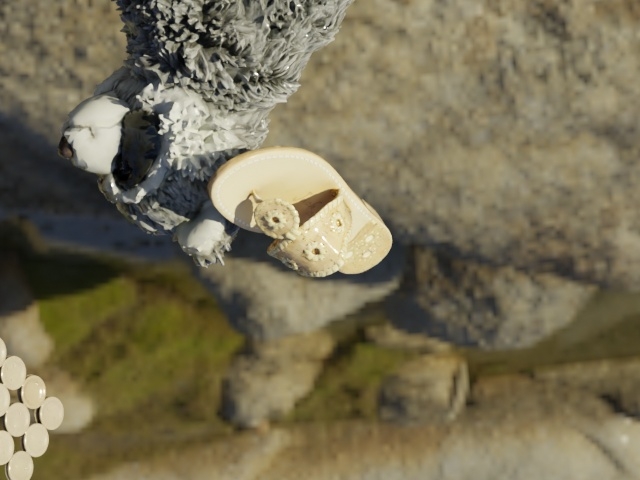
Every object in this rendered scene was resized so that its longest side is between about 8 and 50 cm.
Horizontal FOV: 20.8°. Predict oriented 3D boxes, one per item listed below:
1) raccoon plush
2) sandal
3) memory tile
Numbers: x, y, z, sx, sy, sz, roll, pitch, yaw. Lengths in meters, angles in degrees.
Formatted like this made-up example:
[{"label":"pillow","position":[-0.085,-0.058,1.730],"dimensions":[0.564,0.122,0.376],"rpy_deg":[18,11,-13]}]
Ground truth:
[{"label":"raccoon plush","position":[-0.007,-0.159,1.473],"dimensions":[0.446,0.299,0.216],"rpy_deg":[-11,-163,-1]},{"label":"sandal","position":[0.005,-0.004,1.447],"dimensions":[0.088,0.079,0.240],"rpy_deg":[-42,148,13]},{"label":"memory tile","position":[-0.337,0.181,1.861],"dimensions":[0.012,0.113,0.148],"rpy_deg":[-3,138,37]}]
